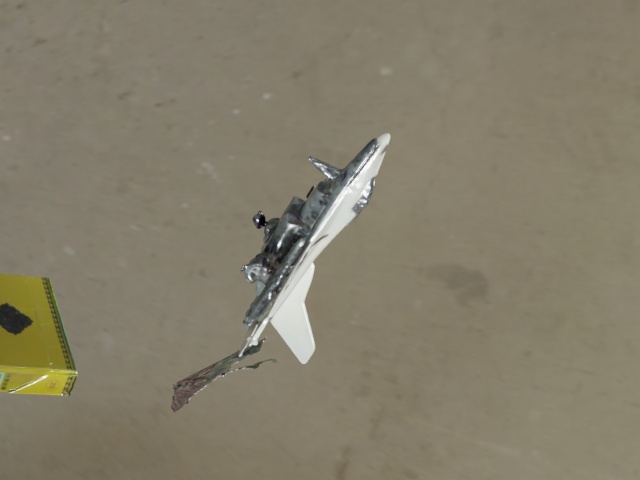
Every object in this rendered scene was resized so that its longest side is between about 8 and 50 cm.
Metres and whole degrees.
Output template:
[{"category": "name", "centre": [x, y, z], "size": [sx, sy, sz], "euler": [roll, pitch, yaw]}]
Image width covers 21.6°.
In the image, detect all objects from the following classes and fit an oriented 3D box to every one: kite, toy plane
[{"category": "kite", "centre": [-0.093, 0.126, 1.583], "size": [0.139, 0.157, 0.011], "euler": [-40, 106, -44]}, {"category": "toy plane", "centre": [-0.016, -0.002, 1.274], "size": [0.082, 0.160, 0.234], "euler": [22, 127, 3]}]

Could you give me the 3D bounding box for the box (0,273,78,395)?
[{"category": "box", "centre": [-0.400, 0.088, 1.737], "size": [0.279, 0.153, 0.041], "euler": [7, 126, -29]}]
